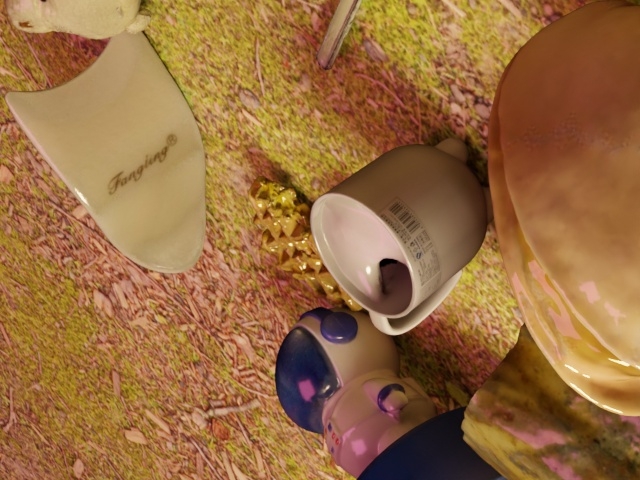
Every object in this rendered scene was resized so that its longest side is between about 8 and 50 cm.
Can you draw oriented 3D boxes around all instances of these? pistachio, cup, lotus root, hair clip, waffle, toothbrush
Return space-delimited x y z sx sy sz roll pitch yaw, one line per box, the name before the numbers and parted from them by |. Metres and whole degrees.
pistachio | 0.245 -0.033 1.513 0.229 0.238 0.321 130 135 -64
cup | 0.095 -0.003 1.846 0.134 0.142 0.173 -3 118 55
lotus root | 0.301 0.182 1.652 0.346 0.250 0.250 41 148 22
hair clip | -0.214 -0.086 2.196 0.113 0.172 0.282 38 157 40
waffle | 0.003 -0.002 2.070 0.194 0.051 0.149 29 146 38
toothbrush | 0.040 -0.245 1.789 0.026 0.028 0.294 51 151 17

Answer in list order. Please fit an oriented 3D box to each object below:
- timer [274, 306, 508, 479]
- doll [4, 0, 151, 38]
timer | 0.078 0.218 2.037 0.383 0.270 0.270 49 153 38
doll | -0.302 -0.327 2.100 0.278 0.149 0.175 56 -174 22
